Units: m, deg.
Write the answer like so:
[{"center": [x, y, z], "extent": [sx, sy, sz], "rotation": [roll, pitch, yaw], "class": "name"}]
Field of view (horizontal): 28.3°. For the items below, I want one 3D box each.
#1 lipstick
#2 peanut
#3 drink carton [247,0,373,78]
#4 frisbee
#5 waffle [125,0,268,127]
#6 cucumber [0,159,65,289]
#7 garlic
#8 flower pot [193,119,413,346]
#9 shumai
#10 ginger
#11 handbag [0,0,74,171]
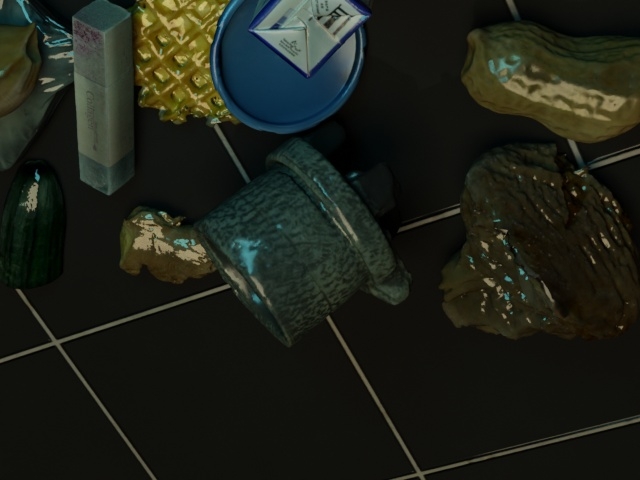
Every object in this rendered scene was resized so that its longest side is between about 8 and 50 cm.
[{"center": [-0.326, -0.212, 1.918], "extent": [0.066, 0.068, 0.317], "rotation": [29, 139, 20], "class": "lipstick"}, {"center": [0.342, -0.217, 1.777], "extent": [0.291, 0.143, 0.159], "rotation": [9, 115, 8], "class": "peanut"}, {"center": [0.005, -0.352, 1.649], "extent": [0.106, 0.315, 0.130], "rotation": [37, 123, -18], "class": "drink carton"}, {"center": [-0.048, -0.273, 1.831], "extent": [0.242, 0.045, 0.242], "rotation": [-9, 114, -20], "class": "frisbee"}, {"center": [-0.192, -0.290, 1.885], "extent": [0.262, 0.060, 0.281], "rotation": [9, 125, 5], "class": "waffle"}, {"center": [-0.490, -0.024, 2.126], "extent": [0.115, 0.063, 0.244], "rotation": [12, 123, 2], "class": "cucumber"}, {"center": [-0.567, -0.282, 1.881], "extent": [0.338, 0.151, 0.196], "rotation": [26, 92, 20], "class": "garlic"}, {"center": [0.000, 0.000, 1.898], "extent": [0.283, 0.299, 0.299], "rotation": [-40, 114, -12], "class": "flower pot"}, {"center": [0.324, 0.027, 1.967], "extent": [0.346, 0.217, 0.283], "rotation": [43, 154, -2], "class": "shumai"}, {"center": [-0.230, 0.011, 2.092], "extent": [0.213, 0.074, 0.137], "rotation": [4, 124, 1], "class": "ginger"}, {"center": [-0.486, -0.255, 1.966], "extent": [0.191, 0.075, 0.332], "rotation": [39, 125, -11], "class": "handbag"}]
